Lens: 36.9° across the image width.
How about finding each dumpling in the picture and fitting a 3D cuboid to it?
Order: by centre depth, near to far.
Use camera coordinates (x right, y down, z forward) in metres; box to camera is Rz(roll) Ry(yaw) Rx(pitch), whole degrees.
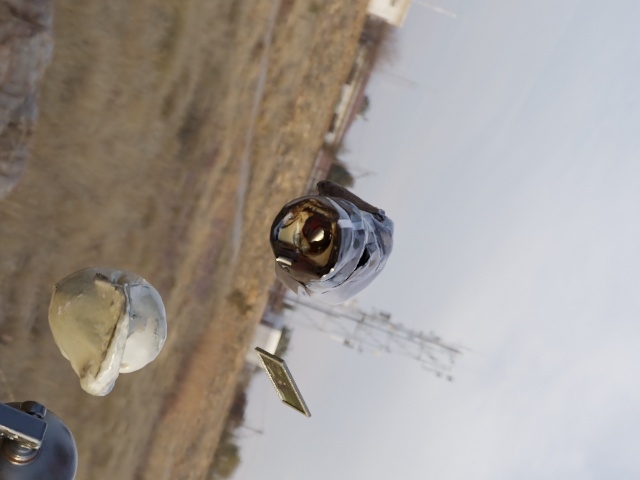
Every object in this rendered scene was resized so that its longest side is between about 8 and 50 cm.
[{"bbox_3d":[-0.225,0.095,1.013,0.199,0.118,0.136,-176,-93,-73],"label":"dumpling"}]

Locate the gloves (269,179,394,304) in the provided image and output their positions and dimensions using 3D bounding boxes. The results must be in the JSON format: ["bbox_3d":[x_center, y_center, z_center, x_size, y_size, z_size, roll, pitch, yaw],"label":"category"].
[{"bbox_3d":[0.005,0.008,0.959,0.142,0.119,0.285,-34,-178,8],"label":"gloves"}]

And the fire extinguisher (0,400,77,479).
[{"bbox_3d":[-0.209,0.158,0.601,0.267,0.089,0.072,126,-22,-50],"label":"fire extinguisher"}]

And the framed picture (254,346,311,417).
[{"bbox_3d":[-0.046,0.173,1.173,0.007,0.089,0.066,-36,-152,-24],"label":"framed picture"}]
